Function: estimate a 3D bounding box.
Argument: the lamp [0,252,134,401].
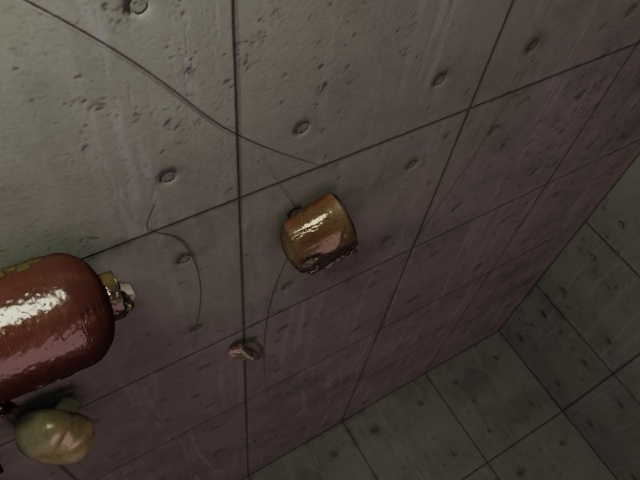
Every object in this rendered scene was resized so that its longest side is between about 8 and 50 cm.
[{"bbox_3d":[-0.391,0.111,0.800,0.257,0.180,0.180,-22,151,-27],"label":"lamp"}]

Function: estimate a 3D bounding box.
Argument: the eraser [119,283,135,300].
[{"bbox_3d":[-0.363,0.100,0.962,0.105,0.026,0.065,0,140,-50],"label":"eraser"}]

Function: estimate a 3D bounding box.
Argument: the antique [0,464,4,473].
[{"bbox_3d":[-0.672,0.425,1.141,0.015,0.031,0.192,-33,154,-19],"label":"antique"}]

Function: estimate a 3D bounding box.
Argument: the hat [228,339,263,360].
[{"bbox_3d":[-0.181,0.263,1.439,0.087,0.042,0.058,16,129,-15],"label":"hat"}]

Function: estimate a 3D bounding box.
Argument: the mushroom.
[{"bbox_3d":[-0.514,0.369,1.145,0.154,0.123,0.154,6,144,4],"label":"mushroom"}]

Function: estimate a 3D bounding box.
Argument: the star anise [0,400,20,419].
[{"bbox_3d":[-0.580,0.269,0.963,0.167,0.057,0.168,-25,147,-17],"label":"star anise"}]

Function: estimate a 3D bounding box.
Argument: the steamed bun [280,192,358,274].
[{"bbox_3d":[0.000,0.000,1.124,0.144,0.106,0.175,-33,156,-3],"label":"steamed bun"}]
